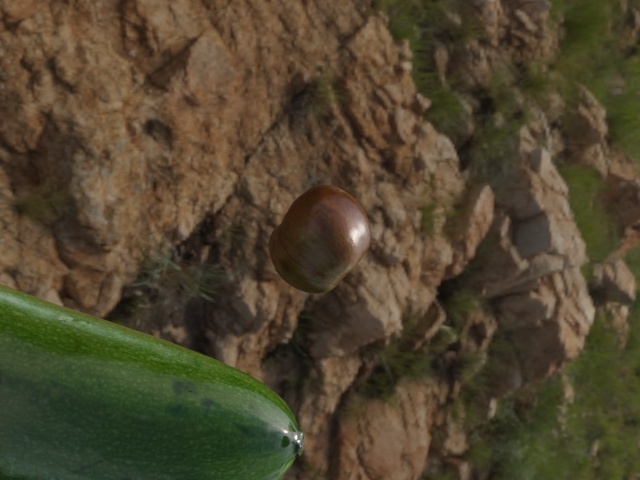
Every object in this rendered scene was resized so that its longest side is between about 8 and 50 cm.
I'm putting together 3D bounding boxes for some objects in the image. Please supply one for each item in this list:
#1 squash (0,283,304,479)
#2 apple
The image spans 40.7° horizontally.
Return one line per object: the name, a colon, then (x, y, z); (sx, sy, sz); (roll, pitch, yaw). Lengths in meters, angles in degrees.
squash: (-0.202, 0.065, 0.460); (0.107, 0.395, 0.107); (20, 90, -89)
apple: (0.002, -0.002, 0.998); (0.102, 0.126, 0.126); (39, 57, 2)
